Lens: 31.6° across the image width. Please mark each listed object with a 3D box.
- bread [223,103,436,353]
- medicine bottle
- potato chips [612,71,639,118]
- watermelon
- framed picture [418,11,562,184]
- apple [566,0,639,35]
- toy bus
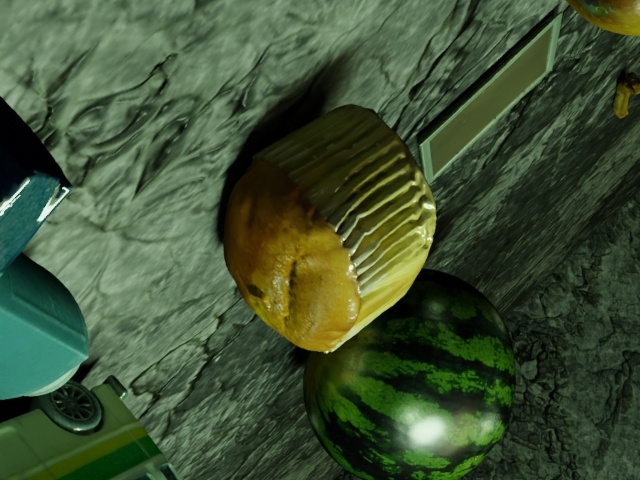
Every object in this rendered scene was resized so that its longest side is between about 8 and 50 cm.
[{"bbox_3d":[0.000,0.000,0.812,0.114,0.132,0.190,-35,161,-23],"label":"bread"},{"bbox_3d":[-0.161,0.017,0.531,0.124,0.079,0.258,-42,166,-9],"label":"medicine bottle"},{"bbox_3d":[0.427,-0.203,1.581,0.026,0.037,0.204,-34,171,4],"label":"potato chips"},{"bbox_3d":[0.106,0.165,1.340,0.269,0.269,0.269,-40,165,-13],"label":"watermelon"},{"bbox_3d":[0.164,-0.136,1.106,0.183,0.011,0.142,-43,165,-3],"label":"framed picture"},{"bbox_3d":[0.233,-0.224,0.787,0.147,0.146,0.163,-35,166,-16],"label":"apple"},{"bbox_3d":[-0.213,0.208,0.760,0.134,0.165,0.276,-52,164,25],"label":"toy bus"}]
